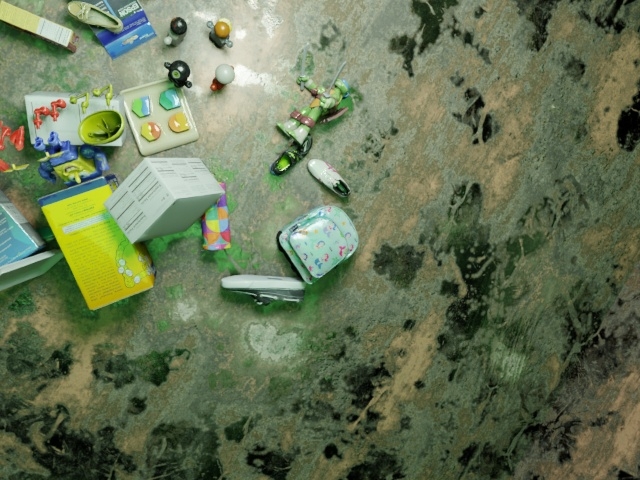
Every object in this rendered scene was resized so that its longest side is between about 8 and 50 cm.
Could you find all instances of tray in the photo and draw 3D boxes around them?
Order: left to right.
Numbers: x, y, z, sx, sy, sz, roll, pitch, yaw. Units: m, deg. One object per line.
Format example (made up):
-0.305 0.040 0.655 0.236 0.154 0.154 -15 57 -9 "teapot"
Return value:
-0.863 0.085 1.430 0.145 0.270 0.030 -35 94 17 "tray"

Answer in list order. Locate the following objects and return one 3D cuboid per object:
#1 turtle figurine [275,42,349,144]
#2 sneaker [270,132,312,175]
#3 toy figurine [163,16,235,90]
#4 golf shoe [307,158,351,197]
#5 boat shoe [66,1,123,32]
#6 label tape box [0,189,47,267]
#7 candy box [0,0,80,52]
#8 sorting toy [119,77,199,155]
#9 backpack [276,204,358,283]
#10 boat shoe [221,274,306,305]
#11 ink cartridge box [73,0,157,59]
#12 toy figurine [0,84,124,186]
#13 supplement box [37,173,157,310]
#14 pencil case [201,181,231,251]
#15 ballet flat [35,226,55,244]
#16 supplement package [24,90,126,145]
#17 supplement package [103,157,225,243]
-0.040 -0.466 1.600 0.198 0.274 0.266 42 92 17 "turtle figurine"
-0.092 -0.289 1.675 0.188 0.078 0.067 -45 107 -6 "sneaker"
-0.366 -0.568 1.502 0.212 0.148 0.210 -1 95 -19 "toy figurine"
0.036 -0.220 1.719 0.186 0.086 0.067 37 91 -17 "golf shoe"
-0.646 -0.643 1.413 0.152 0.048 0.056 21 95 -16 "boat shoe"
-1.000 -0.045 1.403 0.240 0.106 0.334 -37 104 -7 "label tape box"
-0.802 -0.607 1.413 0.186 0.109 0.053 21 95 -18 "candy box"
-0.509 -0.394 1.566 0.192 0.038 0.208 -20 105 -11 "sorting toy"
0.000 0.000 1.702 0.253 0.191 0.225 -34 101 -13 "backpack"
-0.198 0.179 1.725 0.301 0.108 0.102 4 98 -23 "boat shoe"
-0.646 -0.727 1.457 0.165 0.065 0.333 -34 108 -7 "ink cartridge box"
-0.679 -0.255 1.390 0.362 0.217 0.191 -20 64 1 "toy figurine"
-0.667 -0.003 1.515 0.195 0.194 0.357 -21 105 -10 "supplement box"
-0.354 -0.077 1.635 0.104 0.104 0.237 -3 100 -14 "pencil case"
-0.909 0.007 1.529 0.213 0.072 0.068 -9 130 -12 "ballet flat"
-0.711 -0.359 1.458 0.243 0.134 0.139 -1 113 -15 "supplement package"
-0.449 -0.123 1.449 0.204 0.262 0.145 -40 84 21 "supplement package"
